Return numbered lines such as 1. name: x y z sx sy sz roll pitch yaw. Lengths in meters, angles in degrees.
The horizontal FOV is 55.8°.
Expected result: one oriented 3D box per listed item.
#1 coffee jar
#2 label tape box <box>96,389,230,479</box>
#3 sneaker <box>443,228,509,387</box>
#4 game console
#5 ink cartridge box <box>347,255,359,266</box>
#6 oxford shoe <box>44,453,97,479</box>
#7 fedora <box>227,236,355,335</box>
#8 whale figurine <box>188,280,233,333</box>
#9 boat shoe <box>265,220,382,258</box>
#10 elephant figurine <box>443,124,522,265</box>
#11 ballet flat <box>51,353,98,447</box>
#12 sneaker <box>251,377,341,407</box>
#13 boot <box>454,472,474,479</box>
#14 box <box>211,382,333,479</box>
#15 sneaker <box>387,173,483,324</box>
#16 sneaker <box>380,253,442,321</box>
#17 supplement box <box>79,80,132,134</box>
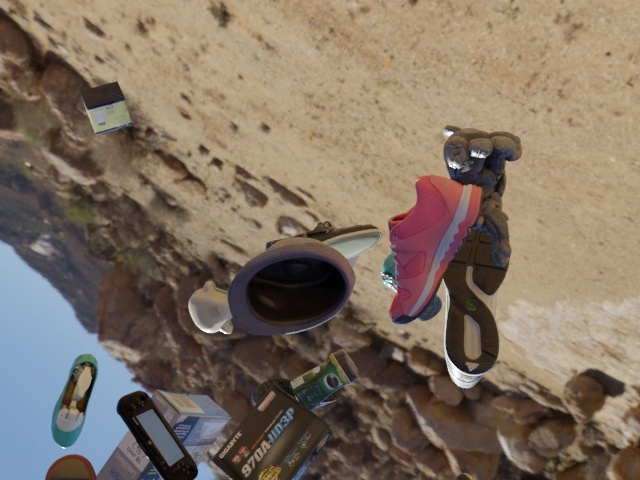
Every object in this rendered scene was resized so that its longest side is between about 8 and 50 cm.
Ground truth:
1. coffee jar: 0.012 0.387 1.683 0.096 0.184 0.079 58 176 -14
2. label tape box: -0.399 0.537 1.477 0.106 0.333 0.240 33 177 27
3. sneaker: 0.386 0.173 1.604 0.169 0.447 0.257 9 151 9
4. game console: -0.256 0.429 1.098 0.361 0.044 0.213 51 179 10
5. ink cartridge box: 0.060 0.041 1.982 0.122 0.088 0.052 31 -178 41
6. oxford shoe: -0.469 0.598 1.182 0.123 0.348 0.130 -1 163 -17
7. fedora: -0.067 0.082 1.325 0.124 0.276 0.243 -107 -1 -54
8. whale figurine: -0.368 0.243 2.282 0.272 0.141 0.216 -19 97 35
9. boat shoe: 0.000 0.002 1.712 0.127 0.340 0.113 62 -172 -58
10. elephant figurine: 0.313 -0.096 1.223 0.169 0.239 0.186 6 -155 24
11. ballet flat: -0.643 0.418 1.579 0.083 0.247 0.087 17 165 -21
12. sneaker: -0.083 0.472 1.788 0.283 0.107 0.124 5 147 -32
13. boot: 0.466 0.728 1.655 0.165 0.077 0.213 3 -131 -47
14. box: -0.105 0.458 1.349 0.175 0.220 0.051 31 158 26
15. sneaker: 0.178 0.012 1.121 0.136 0.313 0.116 25 -152 5
16. sneaker: 0.235 0.082 1.661 0.178 0.124 0.295 52 173 42
17. supplement box: -0.465 -0.287 1.314 0.056 0.083 0.083 60 160 28
